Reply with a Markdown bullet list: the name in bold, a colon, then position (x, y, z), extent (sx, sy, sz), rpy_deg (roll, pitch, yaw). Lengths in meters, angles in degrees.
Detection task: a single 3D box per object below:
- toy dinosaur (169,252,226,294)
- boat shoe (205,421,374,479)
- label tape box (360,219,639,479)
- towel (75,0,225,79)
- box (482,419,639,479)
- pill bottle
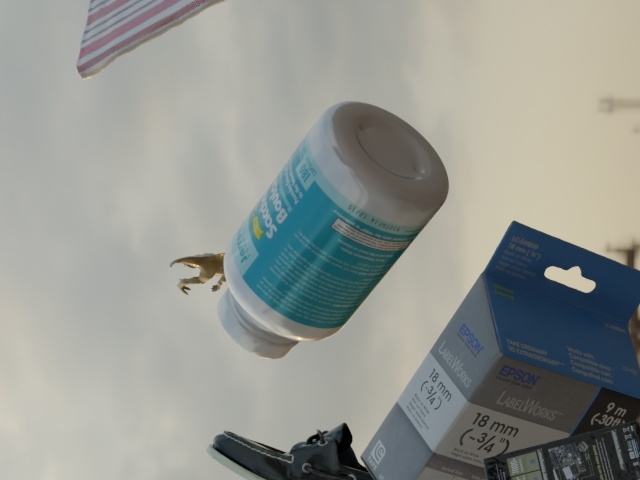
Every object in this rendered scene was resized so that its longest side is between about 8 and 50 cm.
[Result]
- **toy dinosaur**: position (-0.142, 0.031, 2.034), extent (0.183, 0.093, 0.053), rpy_deg (9, -114, -42)
- **boat shoe**: position (0.027, 0.285, 1.982), extent (0.113, 0.340, 0.127), rpy_deg (-69, -18, -2)
- **label tape box**: position (0.236, 0.171, 1.809), extent (0.333, 0.241, 0.106), rpy_deg (-59, 35, 17)
- **towel**: position (-0.123, -0.211, 1.292), extent (0.029, 0.144, 0.197), rpy_deg (51, -157, -30)
- **box**: position (0.236, 0.268, 1.410), extent (0.077, 0.147, 0.180), rpy_deg (61, -164, -53)
- **pill bottle**: position (0.000, 0.000, 1.583), extent (0.264, 0.146, 0.146), rpy_deg (-53, 5, 32)
